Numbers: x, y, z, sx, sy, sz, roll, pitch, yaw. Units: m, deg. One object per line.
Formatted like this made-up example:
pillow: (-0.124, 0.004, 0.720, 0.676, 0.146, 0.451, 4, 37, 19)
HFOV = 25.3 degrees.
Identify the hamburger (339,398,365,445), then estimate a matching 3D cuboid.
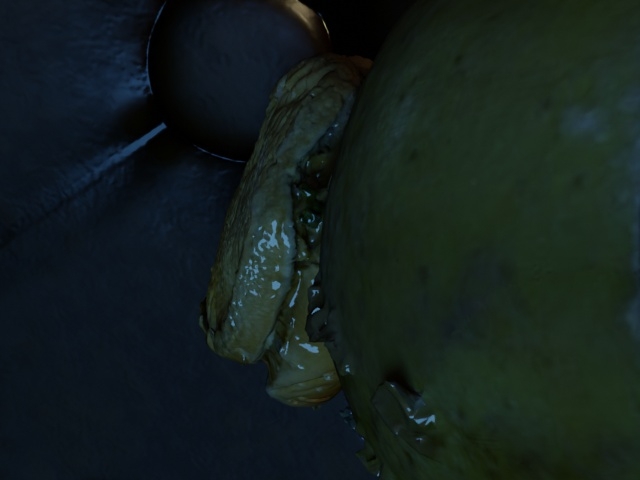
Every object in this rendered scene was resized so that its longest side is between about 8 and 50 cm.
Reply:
hamburger: (0.178, 0.120, 1.066, 0.318, 0.195, 0.277, -38, 101, 24)

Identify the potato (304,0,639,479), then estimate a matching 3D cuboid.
potato: (0.178, -0.009, 0.809, 0.319, 0.442, 0.385, -1, 142, 45)

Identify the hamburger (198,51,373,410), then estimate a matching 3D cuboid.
hamburger: (0.000, 0.000, 1.015, 0.146, 0.243, 0.286, 22, 116, -2)
